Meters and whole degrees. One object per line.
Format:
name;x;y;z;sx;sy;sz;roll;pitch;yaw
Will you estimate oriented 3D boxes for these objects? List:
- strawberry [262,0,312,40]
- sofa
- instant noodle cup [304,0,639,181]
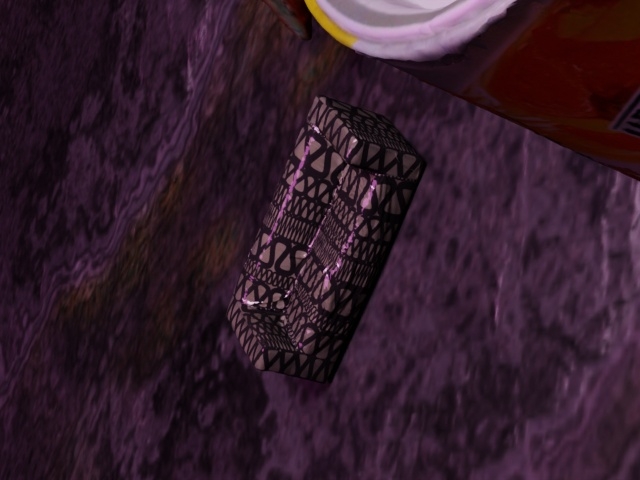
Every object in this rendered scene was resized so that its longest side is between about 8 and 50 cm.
strawberry;0.008;-0.222;0.880;0.174;0.098;0.228;110;171;-48
sofa;0.000;0.000;0.836;0.118;0.039;0.060;-67;28;18
instant noodle cup;0.123;-0.115;0.469;0.264;0.200;0.264;-35;48;52
